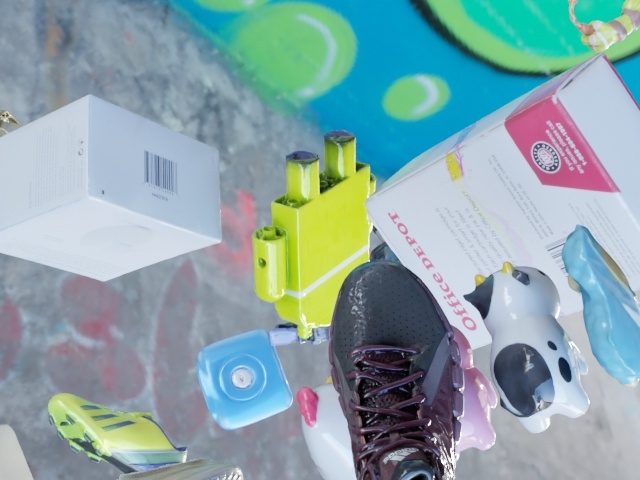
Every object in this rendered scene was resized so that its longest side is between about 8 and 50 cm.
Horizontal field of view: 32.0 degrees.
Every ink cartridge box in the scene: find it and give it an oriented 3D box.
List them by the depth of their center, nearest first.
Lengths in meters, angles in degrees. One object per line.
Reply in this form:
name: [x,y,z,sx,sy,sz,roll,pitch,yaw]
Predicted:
ink cartridge box: [0.231,-0.034,1.233,0.131,0.306,0.226,-41,99,-39]

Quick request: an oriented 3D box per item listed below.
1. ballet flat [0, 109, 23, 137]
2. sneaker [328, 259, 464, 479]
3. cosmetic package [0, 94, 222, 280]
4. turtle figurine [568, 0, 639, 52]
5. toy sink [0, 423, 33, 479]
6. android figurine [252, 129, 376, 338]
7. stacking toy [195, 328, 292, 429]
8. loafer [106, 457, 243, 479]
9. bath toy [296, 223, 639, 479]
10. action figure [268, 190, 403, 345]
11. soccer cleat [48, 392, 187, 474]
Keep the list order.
ballet flat: [-0.415,-0.122,1.580,0.206,0.067,0.073,39,58,-54]
sneaker: [0.064,0.137,0.824,0.162,0.106,0.281,78,4,-75]
cosmetic package: [-0.282,-0.057,1.407,0.224,0.224,0.138,21,58,-49]
turtle figurine: [0.398,-0.265,1.226,0.269,0.087,0.217,-45,122,-19]
toy sink: [-0.483,0.338,1.416,0.153,0.131,0.234,66,16,9]
android figurine: [0.000,0.000,1.460,0.248,0.056,0.273,-36,135,-46]
stacking toy: [-0.158,0.300,2.309,0.302,0.165,0.175,98,-28,-77]
loafer: [-0.193,0.273,1.098,0.268,0.092,0.102,-15,122,-41]
bath toy: [0.120,0.118,1.031,0.129,0.348,0.151,46,26,-27]
action figure: [0.074,0.053,1.768,0.330,0.341,0.178,-110,-168,-59]
soccer cleat: [-0.353,0.337,1.956,0.289,0.093,0.121,42,55,-27]
